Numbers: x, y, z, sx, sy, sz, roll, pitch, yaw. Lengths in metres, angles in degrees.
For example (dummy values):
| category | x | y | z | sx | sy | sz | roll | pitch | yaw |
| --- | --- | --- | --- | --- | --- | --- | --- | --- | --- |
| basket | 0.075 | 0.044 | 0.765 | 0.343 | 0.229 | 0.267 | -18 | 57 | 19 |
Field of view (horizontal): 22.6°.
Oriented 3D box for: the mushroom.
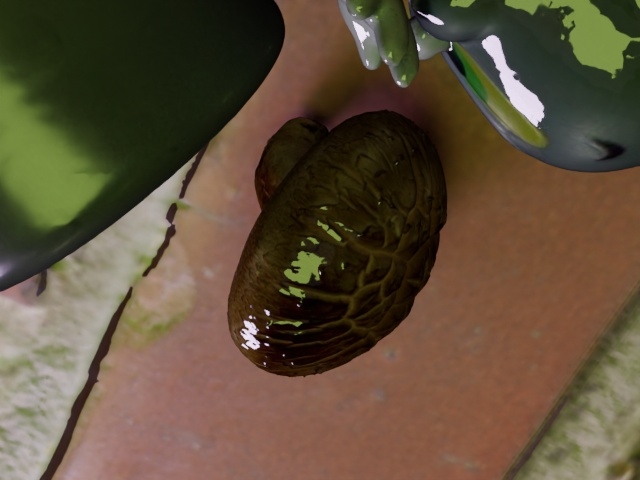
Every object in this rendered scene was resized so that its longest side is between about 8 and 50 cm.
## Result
| category | x | y | z | sx | sy | sz | roll | pitch | yaw |
| --- | --- | --- | --- | --- | --- | --- | --- | --- | --- |
| mushroom | 0.008 | 0.003 | 0.686 | 0.085 | 0.109 | 0.126 | 12 | 142 | -1 |

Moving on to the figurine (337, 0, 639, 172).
| category | x | y | z | sx | sy | sz | roll | pitch | yaw |
| --- | --- | --- | --- | --- | --- | --- | --- | --- | --- |
| figurine | 0.058 | -0.129 | 0.573 | 0.140 | 0.193 | 0.265 | -28 | 86 | 2 |

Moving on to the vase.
| category | x | y | z | sx | sy | sz | roll | pitch | yaw |
| --- | --- | --- | --- | --- | --- | --- | --- | --- | --- |
| vase | -0.172 | -0.147 | 0.590 | 0.173 | 0.173 | 0.321 | -30 | 109 | 28 |
